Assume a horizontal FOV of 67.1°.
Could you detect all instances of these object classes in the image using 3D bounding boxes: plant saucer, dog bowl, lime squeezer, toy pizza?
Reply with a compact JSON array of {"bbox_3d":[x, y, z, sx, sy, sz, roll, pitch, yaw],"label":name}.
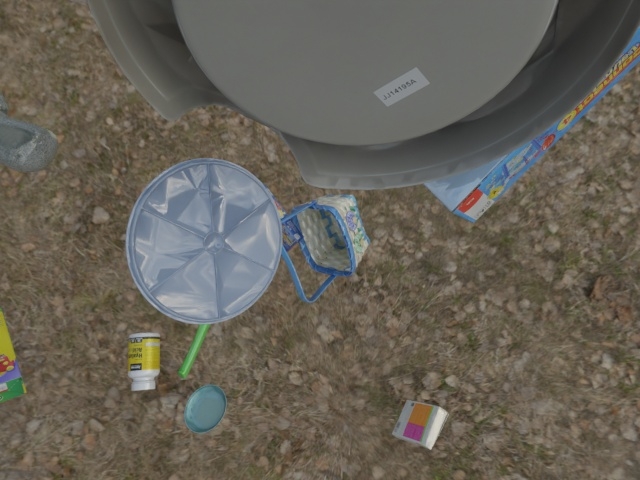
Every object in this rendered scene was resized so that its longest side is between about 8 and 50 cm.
[{"bbox_3d":[-0.284,0.424,1.211,0.119,0.021,0.120,-12,53,16],"label":"plant saucer"},{"bbox_3d":[0.028,-0.174,0.337,0.348,0.349,0.102,2,62,3],"label":"dog bowl"},{"bbox_3d":[-0.166,0.106,0.901,0.058,0.110,0.310,7,42,29],"label":"lime squeezer"},{"bbox_3d":[-0.137,0.001,0.592,0.201,0.032,0.202,-4,96,-36],"label":"toy pizza"}]

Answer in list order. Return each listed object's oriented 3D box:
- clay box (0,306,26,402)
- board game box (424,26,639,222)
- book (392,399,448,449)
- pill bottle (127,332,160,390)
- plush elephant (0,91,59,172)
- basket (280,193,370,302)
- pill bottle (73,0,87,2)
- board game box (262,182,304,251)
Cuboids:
[{"bbox_3d":[-0.612,0.197,0.842,0.127,0.053,0.222,-17,45,-34],"label":"clay box"},{"bbox_3d":[0.185,-0.236,0.604,0.302,0.086,0.308,-48,61,19],"label":"board game box"},{"bbox_3d":[0.238,0.447,1.181,0.035,0.144,0.096,37,69,-14],"label":"book"},{"bbox_3d":[-0.376,0.258,1.030,0.065,0.065,0.117,-5,75,0],"label":"pill bottle"},{"bbox_3d":[-0.600,-0.144,0.718,0.330,0.255,0.272,43,75,-14],"label":"plush elephant"},{"bbox_3d":[0.000,0.000,1.388,0.201,0.255,0.289,6,37,46],"label":"basket"},{"bbox_3d":[-0.222,-0.304,0.387,0.146,0.264,0.146,-12,62,24],"label":"pill bottle"},{"bbox_3d":[-0.149,-0.055,1.456,0.035,0.136,0.201,-35,87,-40],"label":"board game box"}]
